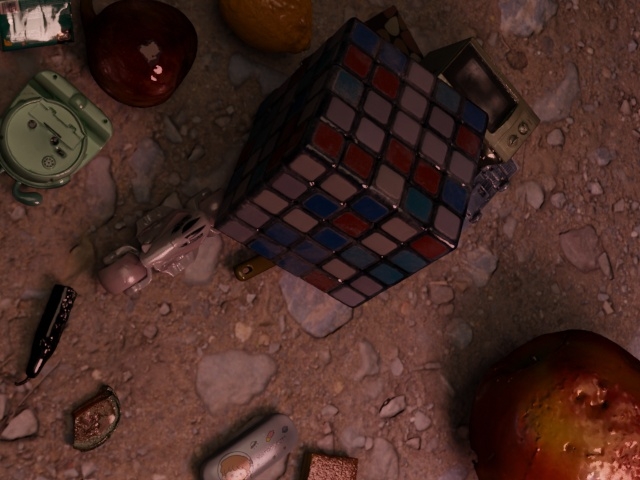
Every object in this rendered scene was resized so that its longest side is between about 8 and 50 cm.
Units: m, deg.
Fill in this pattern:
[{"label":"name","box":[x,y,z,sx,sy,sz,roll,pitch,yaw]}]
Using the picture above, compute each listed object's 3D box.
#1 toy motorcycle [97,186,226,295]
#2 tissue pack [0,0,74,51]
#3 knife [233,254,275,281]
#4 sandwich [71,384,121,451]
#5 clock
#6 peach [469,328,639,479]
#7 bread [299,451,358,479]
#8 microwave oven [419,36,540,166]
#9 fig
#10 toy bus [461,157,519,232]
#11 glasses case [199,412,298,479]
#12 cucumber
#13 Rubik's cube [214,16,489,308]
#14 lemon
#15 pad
[{"label":"toy motorcycle","box":[-0.233,-0.001,1.526,0.254,0.112,0.112,-37,102,-25]},{"label":"tissue pack","box":[-0.440,-0.340,1.475,0.111,0.079,0.085,-15,124,-26]},{"label":"knife","box":[0.001,0.001,1.682,0.343,0.027,0.061,-28,91,-28]},{"label":"sandwich","box":[-0.344,0.278,1.495,0.101,0.026,0.069,-41,105,-22]},{"label":"clock","box":[-0.418,-0.149,1.474,0.148,0.060,0.188,41,71,-18]},{"label":"peach","box":[0.463,0.368,1.678,0.339,0.353,0.416,-25,90,-50]},{"label":"bread","box":[0.011,0.407,1.652,0.095,0.035,0.090,12,81,-25]},{"label":"microwave oven","box":[0.259,-0.237,1.749,0.205,0.163,0.129,47,70,-17]},{"label":"fig","box":[-0.301,-0.303,1.499,0.207,0.175,0.175,28,74,-6]},{"label":"toy bus","box":[0.282,-0.086,1.798,0.064,0.075,0.190,48,69,-13]},{"label":"glasses case","box":[-0.115,0.348,1.590,0.178,0.045,0.067,-32,99,-24]},{"label":"cucumber","box":[-0.411,0.145,1.467,0.043,0.039,0.163,17,76,-2]},{"label":"Rubik's cube","box":[0.050,-0.112,1.531,0.293,0.287,0.291,33,52,-18]},{"label":"lemon","box":[-0.084,-0.383,1.609,0.187,0.142,0.142,44,69,-19]},{"label":"pad","box":[0.088,-0.306,1.762,0.235,0.003,0.158,-35,101,-24]}]
